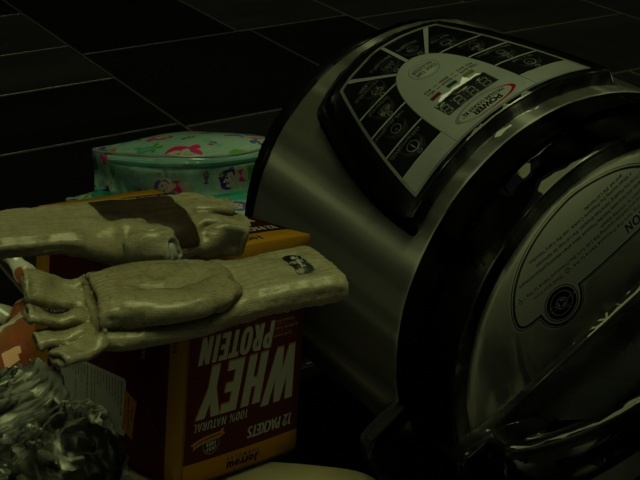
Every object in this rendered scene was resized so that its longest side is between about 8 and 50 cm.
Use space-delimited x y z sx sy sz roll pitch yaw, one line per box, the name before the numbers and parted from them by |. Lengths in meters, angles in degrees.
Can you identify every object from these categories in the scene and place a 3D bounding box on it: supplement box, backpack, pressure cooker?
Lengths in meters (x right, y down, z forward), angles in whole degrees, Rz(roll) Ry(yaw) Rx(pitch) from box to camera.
supplement box | -0.127 0.073 1.084 0.194 0.191 0.129 16 19 40
backpack | -0.115 -0.016 1.365 0.225 0.191 0.253 -13 23 -42
pressure cooker | 0.179 0.022 1.125 0.375 0.370 0.420 5 20 -35

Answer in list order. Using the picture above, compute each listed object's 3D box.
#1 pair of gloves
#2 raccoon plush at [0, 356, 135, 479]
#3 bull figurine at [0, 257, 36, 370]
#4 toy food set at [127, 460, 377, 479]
pair of gloves | -0.120 0.018 0.874 0.204 0.042 0.240 -8 21 -29
raccoon plush | -0.302 0.199 0.746 0.446 0.216 0.299 15 28 43
bull figurine | -0.272 0.103 1.198 0.188 0.101 0.310 37 40 10
toy food set | -0.090 0.248 0.983 0.306 0.092 0.220 4 14 3
